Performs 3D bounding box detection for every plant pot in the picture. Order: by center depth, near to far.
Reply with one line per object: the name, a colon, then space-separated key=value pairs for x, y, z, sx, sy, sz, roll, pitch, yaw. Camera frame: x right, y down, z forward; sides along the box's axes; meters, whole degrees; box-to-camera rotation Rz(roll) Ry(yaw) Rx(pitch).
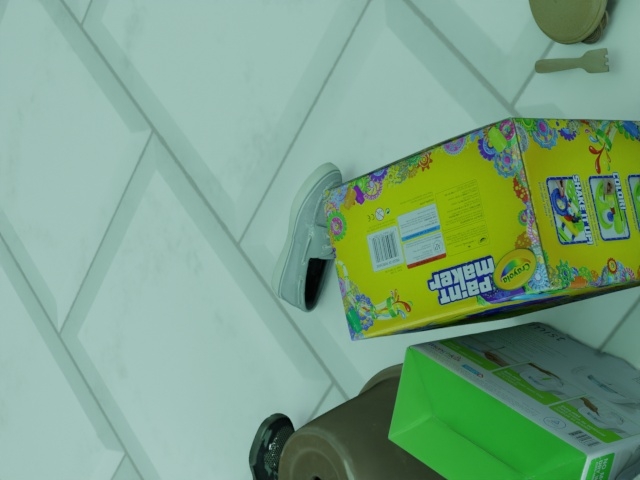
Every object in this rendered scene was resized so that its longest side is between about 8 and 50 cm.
plant pot: x=0.074 y=0.293 z=1.621 sx=0.263 sy=0.229 sz=0.263 roll=7 pitch=99 yaw=48

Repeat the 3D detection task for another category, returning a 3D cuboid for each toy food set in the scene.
toy food set: x=0.294 y=-0.289 z=1.476 sx=0.132 sy=0.038 sz=0.192 roll=6 pitch=103 yaw=54

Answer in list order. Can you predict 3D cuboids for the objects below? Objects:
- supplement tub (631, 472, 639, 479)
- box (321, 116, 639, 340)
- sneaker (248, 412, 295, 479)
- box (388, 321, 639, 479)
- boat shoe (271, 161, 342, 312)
supplement tub: x=0.428 y=0.386 z=1.231 sx=0.331 sy=0.241 sz=0.241 roll=34 pitch=118 yaw=40
box: x=0.210 y=-0.012 z=1.407 sx=0.290 sy=0.279 sz=0.177 roll=-20 pitch=78 yaw=47
sneaker: x=-0.042 y=0.369 z=1.863 sx=0.130 sy=0.087 sz=0.228 roll=19 pitch=111 yaw=43
box: x=0.252 y=0.203 z=1.414 sx=0.262 sy=0.231 sz=0.127 roll=29 pitch=115 yaw=42
boat shoe: x=-0.001 y=0.001 z=1.798 sx=0.081 sy=0.079 sz=0.228 roll=37 pitch=125 yaw=29
